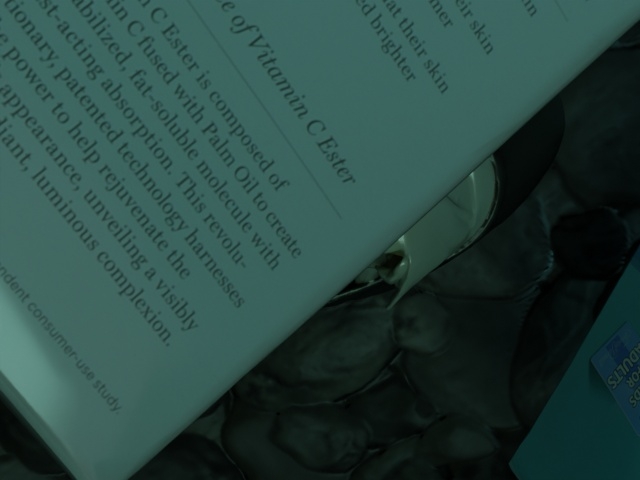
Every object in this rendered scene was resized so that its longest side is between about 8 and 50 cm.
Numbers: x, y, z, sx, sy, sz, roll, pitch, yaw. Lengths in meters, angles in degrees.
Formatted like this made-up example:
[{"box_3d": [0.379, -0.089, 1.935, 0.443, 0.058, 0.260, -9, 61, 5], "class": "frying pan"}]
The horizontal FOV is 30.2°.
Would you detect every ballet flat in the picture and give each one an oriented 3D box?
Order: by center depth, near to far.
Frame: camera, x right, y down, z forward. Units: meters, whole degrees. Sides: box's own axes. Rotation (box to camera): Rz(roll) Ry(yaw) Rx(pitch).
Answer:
[{"box_3d": [0.000, 0.000, 0.569, 0.281, 0.096, 0.095, -25, 108, 0], "class": "ballet flat"}]

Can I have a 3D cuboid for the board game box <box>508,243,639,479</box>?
[{"box_3d": [0.274, 0.007, 0.529, 0.254, 0.079, 0.336, 13, 113, -29], "class": "board game box"}]

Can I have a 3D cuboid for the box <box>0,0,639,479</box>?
[{"box_3d": [-0.033, -0.115, 0.438, 0.345, 0.168, 0.215, -41, 108, -16], "class": "box"}]
